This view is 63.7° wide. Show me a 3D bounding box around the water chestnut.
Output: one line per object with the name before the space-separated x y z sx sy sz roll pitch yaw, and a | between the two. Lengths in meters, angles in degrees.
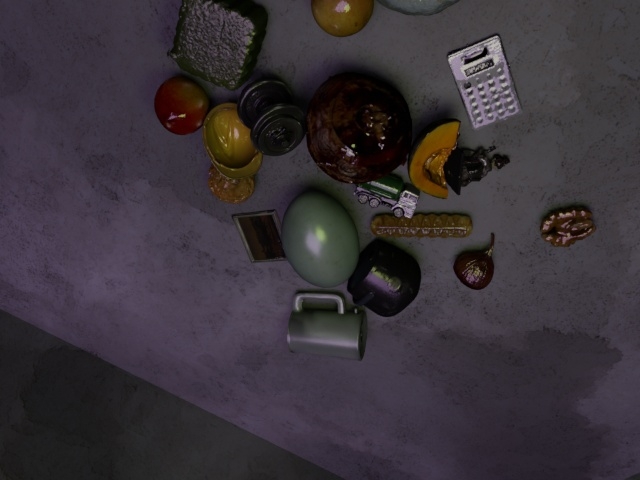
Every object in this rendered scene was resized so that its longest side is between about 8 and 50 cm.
water chestnut | 0.115 -0.335 1.596 0.349 0.302 0.351 0 90 -2

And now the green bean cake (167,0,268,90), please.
green bean cake | -0.306 -0.617 1.564 0.246 0.156 0.250 23 129 -4

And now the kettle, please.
kettle | 0.028 0.374 2.198 0.317 0.205 0.265 2 130 17

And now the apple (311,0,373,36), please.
apple | 0.064 -0.658 1.430 0.182 0.183 0.155 -22 147 28

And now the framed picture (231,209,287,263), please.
framed picture | -0.236 -0.009 2.097 0.196 0.014 0.253 -5 125 19

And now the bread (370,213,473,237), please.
bread | 0.361 -0.053 1.860 0.367 0.077 0.084 1 128 15

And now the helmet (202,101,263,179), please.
helmet | -0.313 -0.339 1.778 0.205 0.140 0.257 -17 102 -20

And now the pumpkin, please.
pumpkin | 0.324 -0.262 1.630 0.169 0.148 0.313 -17 134 -12

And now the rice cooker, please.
rice cooker | 0.242 0.149 1.941 0.224 0.267 0.267 31 128 -13

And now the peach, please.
peach | -0.466 -0.441 1.718 0.197 0.197 0.198 7 128 10

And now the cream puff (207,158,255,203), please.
cream puff | -0.330 -0.216 1.894 0.188 0.130 0.189 7 130 8

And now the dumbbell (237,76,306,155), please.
dumbbell | -0.155 -0.392 1.636 0.191 0.290 0.192 -17 141 -14

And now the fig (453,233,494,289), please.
fig | 0.590 0.079 1.872 0.146 0.134 0.201 28 120 -18

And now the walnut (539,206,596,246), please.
walnut | 0.831 -0.050 1.739 0.170 0.069 0.143 -15 119 23

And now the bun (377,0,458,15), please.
bun | 0.268 -0.747 1.283 0.353 0.194 0.355 3 126 4

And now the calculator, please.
calculator | 0.494 -0.470 1.544 0.161 0.021 0.262 -17 120 26

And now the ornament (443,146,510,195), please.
ornament | 0.508 -0.256 1.672 0.195 0.153 0.167 -10 128 -7

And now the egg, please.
egg | 0.000 0.000 1.871 0.275 0.276 0.389 -5 125 18

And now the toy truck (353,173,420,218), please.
toy truck | 0.228 -0.173 1.794 0.242 0.101 0.125 22 117 1
